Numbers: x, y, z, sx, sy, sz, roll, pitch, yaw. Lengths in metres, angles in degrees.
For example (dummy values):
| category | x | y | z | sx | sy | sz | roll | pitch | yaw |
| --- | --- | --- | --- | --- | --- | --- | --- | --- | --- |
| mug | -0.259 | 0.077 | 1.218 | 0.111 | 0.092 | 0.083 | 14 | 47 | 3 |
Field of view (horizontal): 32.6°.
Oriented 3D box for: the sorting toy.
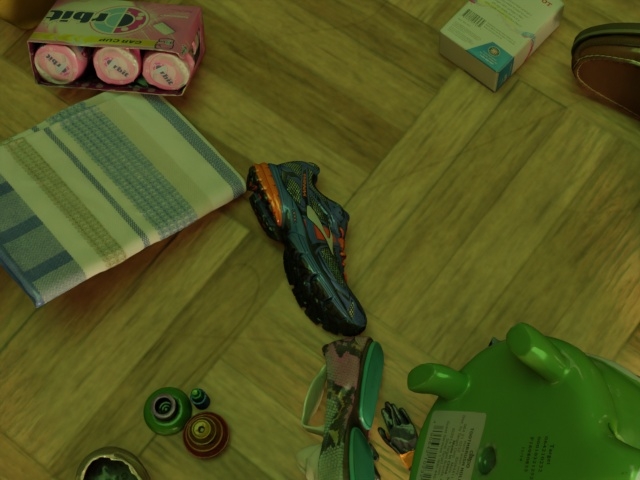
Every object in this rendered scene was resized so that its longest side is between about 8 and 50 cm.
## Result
| category | x | y | z | sx | sy | sz | roll | pitch | yaw |
| --- | --- | --- | --- | --- | --- | --- | --- | --- | --- |
| sorting toy | -0.138 | 0.180 | 1.127 | 0.102 | 0.042 | 0.061 | 28 | 72 | 16 |

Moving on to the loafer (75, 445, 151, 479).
| category | x | y | z | sx | sy | sz | roll | pitch | yaw |
| --- | --- | --- | --- | --- | --- | --- | --- | --- | --- |
| loafer | -0.170 | 0.314 | 1.046 | 0.102 | 0.092 | 0.268 | -32 | 68 | -8 |

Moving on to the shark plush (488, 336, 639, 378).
| category | x | y | z | sx | sy | sz | roll | pitch | yaw |
| --- | --- | --- | --- | --- | --- | --- | --- | --- | --- |
| shark plush | 0.249 | 0.142 | 1.119 | 0.161 | 0.073 | 0.067 | 13 | 47 | 32 |

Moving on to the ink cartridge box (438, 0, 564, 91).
| category | x | y | z | sx | sy | sz | roll | pitch | yaw |
| --- | --- | --- | --- | --- | --- | --- | --- | --- | --- |
| ink cartridge box | 0.210 | -0.247 | 1.270 | 0.088 | 0.052 | 0.122 | 40 | 77 | 19 |

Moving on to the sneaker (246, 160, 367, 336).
| category | x | y | z | sx | sy | sz | roll | pitch | yaw |
| --- | --- | --- | --- | --- | --- | --- | --- | --- | --- |
| sneaker | 0.000 | 0.000 | 1.173 | 0.087 | 0.083 | 0.221 | -20 | 72 | -17 |

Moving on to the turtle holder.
| category | x | y | z | sx | sy | sz | roll | pitch | yaw |
| --- | --- | --- | --- | --- | --- | --- | --- | --- | --- |
| turtle holder | 0.227 | 0.199 | 0.950 | 0.227 | 0.320 | 0.243 | 23 | 43 | -24 |

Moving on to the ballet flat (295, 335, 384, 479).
| category | x | y | z | sx | sy | sz | roll | pitch | yaw |
| --- | --- | --- | --- | --- | --- | --- | --- | --- | --- |
| ballet flat | 0.017 | 0.190 | 1.079 | 0.079 | 0.077 | 0.221 | -10 | 46 | 18 |

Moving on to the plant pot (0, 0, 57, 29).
| category | x | y | z | sx | sy | sz | roll | pitch | yaw |
| --- | --- | --- | --- | --- | --- | --- | --- | --- | --- |
| plant pot | -0.349 | -0.380 | 1.305 | 0.212 | 0.187 | 0.212 | -28 | 67 | -7 |

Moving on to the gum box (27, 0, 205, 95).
| category | x | y | z | sx | sy | sz | roll | pitch | yaw |
| --- | --- | --- | --- | --- | --- | --- | --- | --- | --- |
| gum box | -0.229 | -0.227 | 1.275 | 0.188 | 0.062 | 0.107 | 5 | 41 | 8 |

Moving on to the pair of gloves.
| category | x | y | z | sx | sy | sz | roll | pitch | yaw |
| --- | --- | --- | --- | --- | --- | --- | --- | --- | --- |
| pair of gloves | 0.059 | 0.208 | 1.114 | 0.083 | 0.010 | 0.074 | -24 | 67 | -6 |

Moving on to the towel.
| category | x | y | z | sx | sy | sz | roll | pitch | yaw |
| --- | --- | --- | --- | --- | --- | --- | --- | --- | --- |
| towel | -0.246 | -0.061 | 1.194 | 0.285 | 0.034 | 0.209 | -33 | 66 | -32 |

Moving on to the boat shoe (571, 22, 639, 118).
| category | x | y | z | sx | sy | sz | roll | pitch | yaw |
| --- | --- | --- | --- | --- | --- | --- | --- | --- | --- |
| boat shoe | 0.409 | -0.141 | 1.174 | 0.307 | 0.111 | 0.104 | 20 | 69 | 13 |
